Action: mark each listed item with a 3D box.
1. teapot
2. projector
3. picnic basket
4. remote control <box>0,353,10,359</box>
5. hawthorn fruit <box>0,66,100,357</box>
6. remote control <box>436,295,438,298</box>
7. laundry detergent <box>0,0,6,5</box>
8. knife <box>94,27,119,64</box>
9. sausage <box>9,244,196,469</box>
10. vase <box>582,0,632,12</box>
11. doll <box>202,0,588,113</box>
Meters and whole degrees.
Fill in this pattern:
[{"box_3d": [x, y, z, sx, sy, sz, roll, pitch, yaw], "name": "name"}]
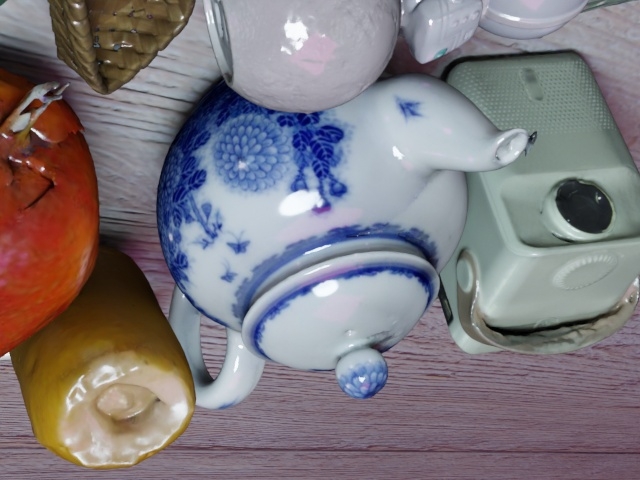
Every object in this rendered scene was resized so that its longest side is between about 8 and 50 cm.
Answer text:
[{"box_3d": [0.000, 0.000, 0.966, 0.252, 0.280, 0.424, 11, 140, -40], "name": "teapot"}, {"box_3d": [0.184, -0.022, 1.070, 0.163, 0.243, 0.177, -5, 150, -17], "name": "projector"}, {"box_3d": [-0.131, -0.176, 0.772, 0.110, 0.055, 0.193, -46, 170, -21], "name": "picnic basket"}, {"box_3d": [-0.276, 0.090, 1.194, 0.230, 0.049, 0.090, -4, -179, -21], "name": "remote control"}, {"box_3d": [-0.246, -0.033, 0.847, 0.211, 0.211, 0.299, 2, 152, -31], "name": "hawthorn fruit"}, {"box_3d": [0.033, 0.048, 1.315, 0.233, 0.038, 0.098, -4, 147, -21], "name": "remote control"}, {"box_3d": [-0.236, -0.183, 0.740, 0.221, 0.078, 0.144, -29, 154, 14], "name": "laundry detergent"}, {"box_3d": [-0.159, -0.175, 0.853, 0.028, 0.015, 0.210, -7, 149, -4], "name": "knife"}, {"box_3d": [-0.198, 0.076, 1.022, 0.134, 0.354, 0.116, -33, 114, -8], "name": "sausage"}, {"box_3d": [0.222, -0.207, 0.945, 0.148, 0.081, 0.081, -16, 151, 6], "name": "vase"}, {"box_3d": [0.064, -0.177, 0.847, 0.287, 0.151, 0.151, -13, 151, -14], "name": "doll"}]
